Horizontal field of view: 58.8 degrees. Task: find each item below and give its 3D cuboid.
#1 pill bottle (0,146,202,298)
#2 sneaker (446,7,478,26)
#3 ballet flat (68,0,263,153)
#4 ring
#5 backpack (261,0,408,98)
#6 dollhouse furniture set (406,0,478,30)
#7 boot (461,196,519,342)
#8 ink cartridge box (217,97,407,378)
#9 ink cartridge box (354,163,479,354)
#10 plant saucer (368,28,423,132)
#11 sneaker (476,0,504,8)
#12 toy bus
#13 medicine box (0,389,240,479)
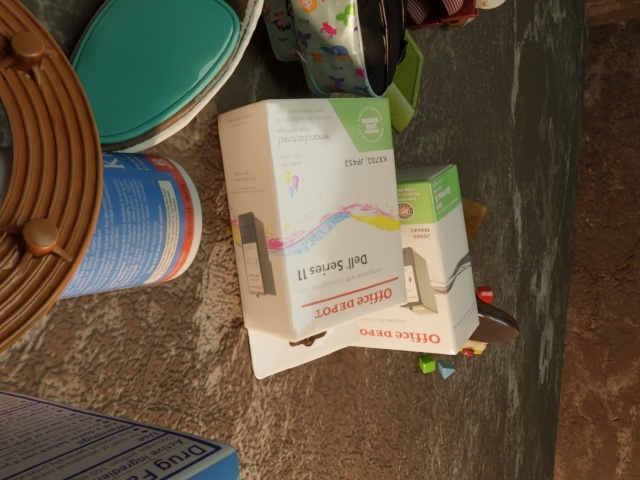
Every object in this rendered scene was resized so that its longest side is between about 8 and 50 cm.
[{"bbox_3d":[-0.217,-0.013,0.462,0.221,0.124,0.124,-8,95,-54],"label":"pill bottle"},{"bbox_3d":[0.299,-0.625,1.265,0.123,0.105,0.290,-48,128,-49],"label":"sneaker"},{"bbox_3d":[-0.120,-0.253,0.590,0.139,0.139,0.400,33,85,-51],"label":"ballet flat"},{"bbox_3d":[-0.292,-0.065,0.316,0.336,0.032,0.337,14,65,-31],"label":"ring"},{"bbox_3d":[0.030,-0.324,0.775,0.253,0.191,0.225,62,40,-50],"label":"backpack"},{"bbox_3d":[0.209,-0.631,1.092,0.201,0.152,0.374,21,72,-54],"label":"dollhouse furniture set"},{"bbox_3d":[0.281,0.042,1.115,0.096,0.264,0.280,91,21,-52],"label":"boot"},{"bbox_3d":[0.000,0.000,0.748,0.207,0.119,0.354,-13,100,-37],"label":"ink cartridge box"},{"bbox_3d":[0.124,0.031,0.901,0.114,0.198,0.273,-32,114,-52],"label":"ink cartridge box"},{"bbox_3d":[0.144,-0.332,1.080,0.188,0.045,0.189,33,61,-50],"label":"plant saucer"},{"bbox_3d":[0.380,-0.632,1.235,0.169,0.108,0.293,81,28,-55],"label":"sneaker"},{"bbox_3d":[0.265,0.165,1.187,0.202,0.190,0.104,65,-3,-32],"label":"toy bus"},{"bbox_3d":[-0.228,0.199,0.294,0.263,0.289,0.149,-8,96,-55],"label":"medicine box"}]
